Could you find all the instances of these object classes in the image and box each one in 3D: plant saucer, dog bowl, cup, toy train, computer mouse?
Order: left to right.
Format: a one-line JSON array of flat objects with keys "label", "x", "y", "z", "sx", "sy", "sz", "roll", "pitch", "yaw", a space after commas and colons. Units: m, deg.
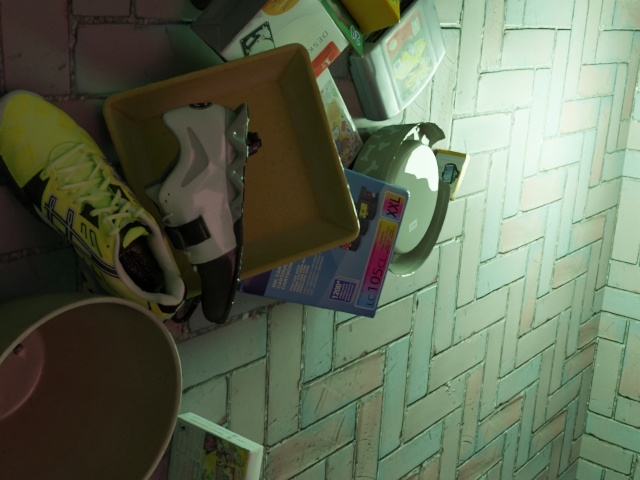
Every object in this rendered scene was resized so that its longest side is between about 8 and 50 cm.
[{"label": "cup", "x": -0.391, "y": 0.209, "z": 1.118, "sx": 0.331, "sy": 0.237, "sz": 0.330, "roll": -21, "pitch": 118, "yaw": -46}, {"label": "computer mouse", "x": -0.287, "y": 0.140, "z": 1.403, "sx": 0.242, "sy": 0.041, "sz": 0.071, "roll": -38, "pitch": 139, "yaw": -47}, {"label": "toy train", "x": -0.161, "y": -0.120, "z": 1.256, "sx": 0.158, "sy": 0.027, "sz": 0.036, "roll": -28, "pitch": 112, "yaw": -10}, {"label": "plant saucer", "x": -0.140, "y": -0.111, "z": 1.316, "sx": 0.333, "sy": 0.081, "sz": 0.332, "roll": -19, "pitch": 101, "yaw": -12}, {"label": "dog bowl", "x": 0.175, "y": -0.098, "z": 1.829, "sx": 0.349, "sy": 0.102, "sz": 0.348, "roll": -29, "pitch": 125, "yaw": -50}]

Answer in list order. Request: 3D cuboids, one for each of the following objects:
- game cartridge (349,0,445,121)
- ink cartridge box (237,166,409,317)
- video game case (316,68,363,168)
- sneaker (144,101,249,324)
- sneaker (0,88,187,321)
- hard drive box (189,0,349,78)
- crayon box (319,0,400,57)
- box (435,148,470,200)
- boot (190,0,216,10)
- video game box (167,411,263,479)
[{"label": "game cartridge", "x": 0.176, "y": -0.403, "z": 1.790, "sx": 0.294, "sy": 0.060, "sz": 0.196, "roll": -51, "pitch": 141, "yaw": -28}, {"label": "ink cartridge box", "x": -0.046, "y": -0.023, "z": 1.516, "sx": 0.396, "sy": 0.151, "sz": 0.269, "roll": 15, "pitch": 91, "yaw": -39}, {"label": "video game case", "x": -0.008, "y": -0.200, "z": 1.643, "sx": 0.206, "sy": 0.026, "sz": 0.227, "roll": -55, "pitch": 139, "yaw": -24}, {"label": "sneaker", "x": -0.184, "y": -0.038, "z": 1.203, "sx": 0.146, "sy": 0.122, "sz": 0.330, "roll": 0, "pitch": 102, "yaw": -11}, {"label": "sneaker", "x": -0.307, "y": -0.050, "z": 1.147, "sx": 0.145, "sy": 0.147, "sz": 0.384, "roll": -47, "pitch": 112, "yaw": -34}, {"label": "hard drive box", "x": -0.078, "y": -0.343, "z": 1.368, "sx": 0.181, "sy": 0.089, "sz": 0.232, "roll": -47, "pitch": 152, "yaw": 4}, {"label": "crayon box", "x": 0.064, "y": -0.520, "z": 1.465, "sx": 0.203, "sy": 0.083, "sz": 0.322, "roll": 40, "pitch": 44, "yaw": -51}, {"label": "box", "x": 0.308, "y": -0.155, "z": 2.021, "sx": 0.028, "sy": 0.081, "sz": 0.136, "roll": 28, "pitch": 80, "yaw": -53}, {"label": "boot", "x": -0.117, "y": -0.417, "z": 1.400, "sx": 0.189, "sy": 0.076, "sz": 0.208, "roll": -62, "pitch": 149, "yaw": -12}, {"label": "video game box", "x": -0.198, "y": 0.440, "z": 1.491, "sx": 0.048, "sy": 0.187, "sz": 0.205, "roll": -3, "pitch": 105, "yaw": -52}]
